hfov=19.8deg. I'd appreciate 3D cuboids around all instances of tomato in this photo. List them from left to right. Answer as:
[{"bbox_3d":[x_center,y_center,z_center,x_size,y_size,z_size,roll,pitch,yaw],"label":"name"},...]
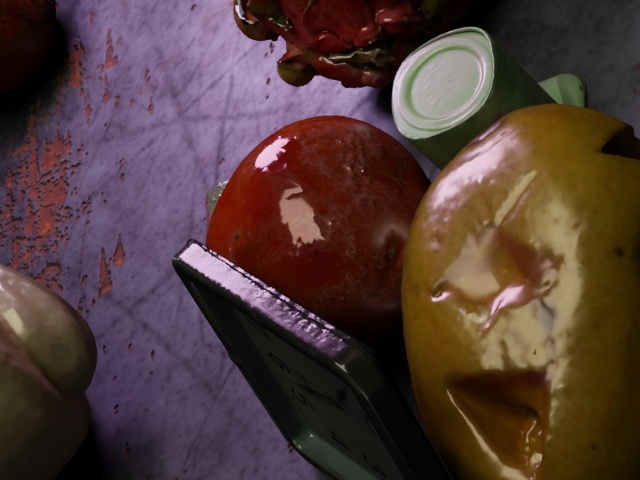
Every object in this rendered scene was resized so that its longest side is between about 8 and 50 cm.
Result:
[{"bbox_3d":[-0.003,0.002,1.648,0.232,0.188,0.232,-16,66,41],"label":"tomato"}]

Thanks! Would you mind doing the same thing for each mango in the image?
[{"bbox_3d":[0.189,0.065,1.472,0.253,0.182,0.365,-16,64,30],"label":"mango"}]

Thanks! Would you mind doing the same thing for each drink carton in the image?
[{"bbox_3d":[0.143,-0.107,1.642,0.144,0.142,0.146,-23,51,30],"label":"drink carton"}]

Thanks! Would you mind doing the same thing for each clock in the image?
[{"bbox_3d":[0.011,0.131,1.504,0.049,0.273,0.279,-42,40,-15],"label":"clock"}]

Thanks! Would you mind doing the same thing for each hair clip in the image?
[{"bbox_3d":[-0.100,0.000,1.871,0.054,0.022,0.137,-19,51,30],"label":"hair clip"}]

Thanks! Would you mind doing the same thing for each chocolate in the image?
[{"bbox_3d":[-0.392,0.139,1.811,0.297,0.326,0.314,-53,32,5],"label":"chocolate"}]

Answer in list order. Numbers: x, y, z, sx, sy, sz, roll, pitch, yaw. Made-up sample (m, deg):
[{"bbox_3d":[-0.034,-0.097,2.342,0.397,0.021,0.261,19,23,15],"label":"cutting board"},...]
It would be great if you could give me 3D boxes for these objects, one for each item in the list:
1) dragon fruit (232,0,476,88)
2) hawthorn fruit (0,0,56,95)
[{"bbox_3d":[0.030,-0.287,1.799,0.269,0.250,0.291,9,84,50],"label":"dragon fruit"},{"bbox_3d":[-0.429,-0.249,2.227,0.235,0.181,0.181,-34,45,19],"label":"hawthorn fruit"}]
